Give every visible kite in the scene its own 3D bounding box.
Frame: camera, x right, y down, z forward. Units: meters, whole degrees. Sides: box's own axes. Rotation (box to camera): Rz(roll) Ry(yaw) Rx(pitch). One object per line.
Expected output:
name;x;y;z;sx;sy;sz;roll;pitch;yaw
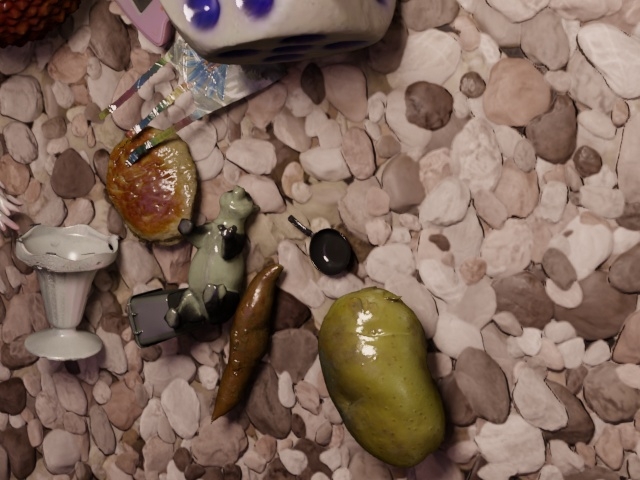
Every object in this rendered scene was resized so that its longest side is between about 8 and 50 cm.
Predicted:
kite;-0.202;-0.247;1.569;0.310;0.015;0.169;-30;80;16

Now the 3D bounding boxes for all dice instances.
dice;-0.061;-0.370;1.361;0.243;0.251;0.259;-8;92;32

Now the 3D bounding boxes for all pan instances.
pan;0.000;0.000;1.509;0.115;0.023;0.068;42;117;17

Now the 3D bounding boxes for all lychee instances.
lychee;-0.490;-0.431;1.614;0.300;0.264;0.264;-6;94;36

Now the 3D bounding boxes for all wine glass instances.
wine glass;-0.415;0.083;1.712;0.164;0.165;0.197;17;114;29

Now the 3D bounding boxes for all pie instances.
pie;-0.259;-0.086;1.630;0.163;0.079;0.194;-31;78;26

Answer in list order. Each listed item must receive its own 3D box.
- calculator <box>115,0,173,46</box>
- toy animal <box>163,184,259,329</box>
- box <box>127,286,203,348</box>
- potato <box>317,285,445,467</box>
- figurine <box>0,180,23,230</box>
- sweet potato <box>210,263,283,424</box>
calculator;-0.266;-0.453;1.605;0.194;0.043;0.294;-42;71;30
toy animal;-0.153;0.026;1.556;0.093;0.121;0.225;13;98;21
box;-0.237;0.115;1.622;0.069;0.122;0.084;-11;93;21
potato;0.085;0.186;1.418;0.248;0.143;0.169;68;160;0
figurine;-0.656;-0.145;1.796;0.206;0.284;0.316;-5;70;42
sweet potato;-0.111;0.157;1.578;0.067;0.067;0.274;26;107;26
